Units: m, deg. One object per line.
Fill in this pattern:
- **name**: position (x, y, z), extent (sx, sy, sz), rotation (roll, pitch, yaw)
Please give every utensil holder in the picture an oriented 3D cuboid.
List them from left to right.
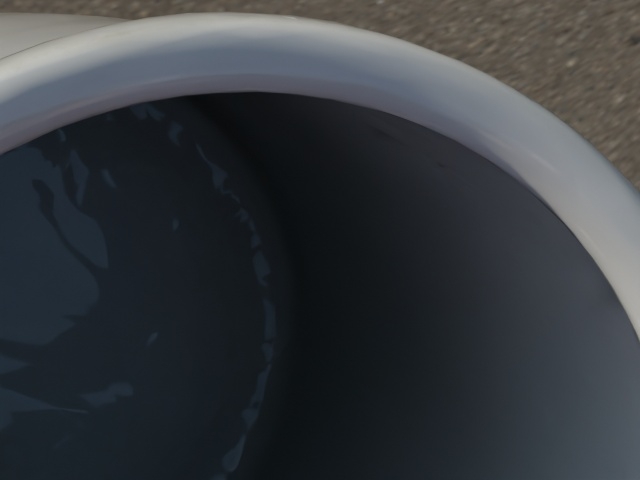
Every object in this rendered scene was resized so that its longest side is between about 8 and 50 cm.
- **utensil holder**: position (-0.085, 0.069, 0.649), extent (0.327, 0.385, 0.327), rotation (-4, 101, -20)
